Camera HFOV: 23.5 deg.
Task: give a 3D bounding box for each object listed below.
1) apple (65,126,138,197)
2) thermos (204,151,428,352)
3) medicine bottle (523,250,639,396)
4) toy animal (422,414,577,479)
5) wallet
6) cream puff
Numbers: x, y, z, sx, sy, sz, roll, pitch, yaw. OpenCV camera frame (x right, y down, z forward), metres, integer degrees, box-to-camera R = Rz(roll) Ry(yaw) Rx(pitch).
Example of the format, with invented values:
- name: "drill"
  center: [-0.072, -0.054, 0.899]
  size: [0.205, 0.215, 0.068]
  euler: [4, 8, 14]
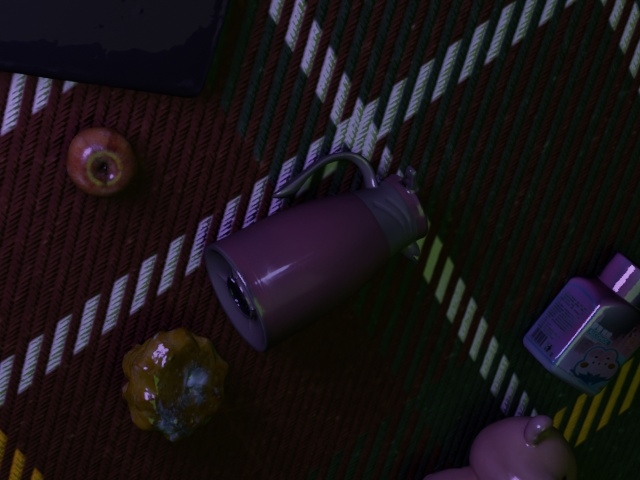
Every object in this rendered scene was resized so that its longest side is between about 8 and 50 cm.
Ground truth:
- name: "apple"
  center: [-0.248, -0.089, 1.736]
  size: [0.084, 0.071, 0.084]
  euler: [-8, 113, -20]
- name: "thermos"
  center: [0.000, 0.000, 1.878]
  size: [0.265, 0.146, 0.176]
  euler: [-30, 102, -18]
- name: "medicine bottle"
  center: [0.389, 0.111, 2.152]
  size: [0.119, 0.094, 0.188]
  euler: [31, 101, -35]
- name: "toy animal"
  center: [0.252, 0.367, 2.188]
  size: [0.221, 0.230, 0.210]
  euler: [-1, 162, 19]
- name: "wallet"
  center: [-0.287, -0.280, 1.611]
  size: [0.406, 0.062, 0.228]
  euler: [6, 115, -28]
- name: "cream puff"
  center: [-0.191, 0.174, 1.900]
  size: [0.146, 0.116, 0.146]
  euler: [-5, 98, -38]
